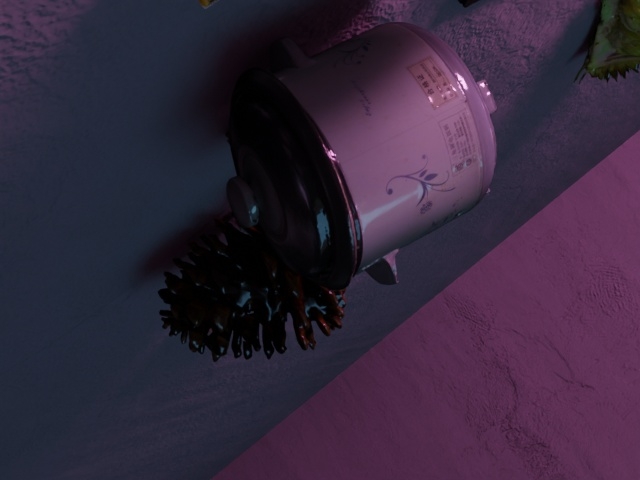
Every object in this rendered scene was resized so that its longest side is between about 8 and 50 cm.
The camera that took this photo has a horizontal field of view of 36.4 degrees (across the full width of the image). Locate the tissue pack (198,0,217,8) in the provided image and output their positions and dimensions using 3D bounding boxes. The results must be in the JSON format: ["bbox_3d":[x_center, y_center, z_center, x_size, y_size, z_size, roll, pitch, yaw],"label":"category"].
[{"bbox_3d":[-0.092,-0.249,0.850,0.062,0.042,0.083,-36,165,-9],"label":"tissue pack"}]

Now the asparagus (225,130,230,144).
[{"bbox_3d":[-0.045,-0.164,1.221,0.165,0.030,0.036,-31,154,-16],"label":"asparagus"}]

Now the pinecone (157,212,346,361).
[{"bbox_3d":[-0.097,0.068,1.418,0.292,0.246,0.246,-24,163,-4],"label":"pinecone"}]

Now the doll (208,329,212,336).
[{"bbox_3d":[-0.185,0.132,1.732,0.127,0.073,0.084,14,95,-75],"label":"doll"}]

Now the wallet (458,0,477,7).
[{"bbox_3d":[0.250,-0.359,1.303,0.157,0.018,0.082,-26,162,-34],"label":"wallet"}]

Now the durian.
[{"bbox_3d":[0.555,-0.404,1.717,0.169,0.158,0.352,-1,163,3],"label":"durian"}]

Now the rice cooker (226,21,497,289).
[{"bbox_3d":[0.032,-0.095,1.111,0.317,0.316,0.264,-31,-166,-19],"label":"rice cooker"}]
